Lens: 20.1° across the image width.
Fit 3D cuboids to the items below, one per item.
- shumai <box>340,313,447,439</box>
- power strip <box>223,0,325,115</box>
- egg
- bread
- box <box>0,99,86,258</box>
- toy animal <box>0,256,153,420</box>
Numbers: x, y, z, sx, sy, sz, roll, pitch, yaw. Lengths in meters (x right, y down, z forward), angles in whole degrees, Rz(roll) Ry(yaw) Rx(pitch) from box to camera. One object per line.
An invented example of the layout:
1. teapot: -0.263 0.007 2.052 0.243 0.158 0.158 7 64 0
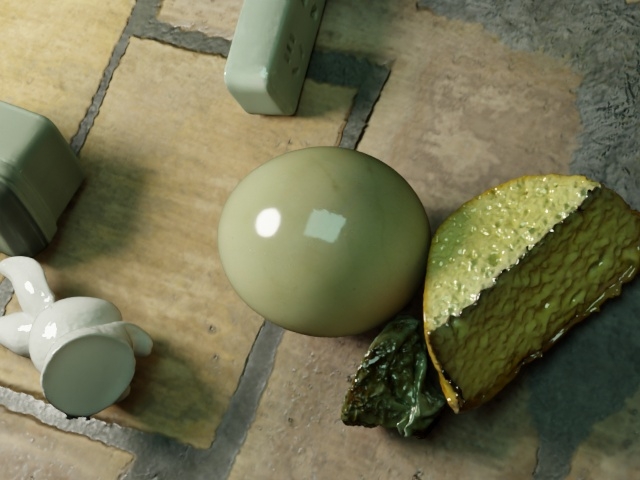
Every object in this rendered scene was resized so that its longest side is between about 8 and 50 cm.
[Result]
1. shumai: 0.080 0.140 1.719 0.087 0.099 0.124 30 117 16
2. power strip: -0.020 -0.321 1.977 0.062 0.091 0.385 7 69 23
3. egg: 0.000 0.000 1.760 0.242 0.186 0.186 13 71 50
4. bread: 0.175 0.031 1.708 0.260 0.129 0.134 -42 39 -13
5. box: -0.374 -0.078 1.983 0.210 0.148 0.129 19 64 29
6. toy animal: -0.264 0.096 1.895 0.221 0.131 0.103 41 125 55
